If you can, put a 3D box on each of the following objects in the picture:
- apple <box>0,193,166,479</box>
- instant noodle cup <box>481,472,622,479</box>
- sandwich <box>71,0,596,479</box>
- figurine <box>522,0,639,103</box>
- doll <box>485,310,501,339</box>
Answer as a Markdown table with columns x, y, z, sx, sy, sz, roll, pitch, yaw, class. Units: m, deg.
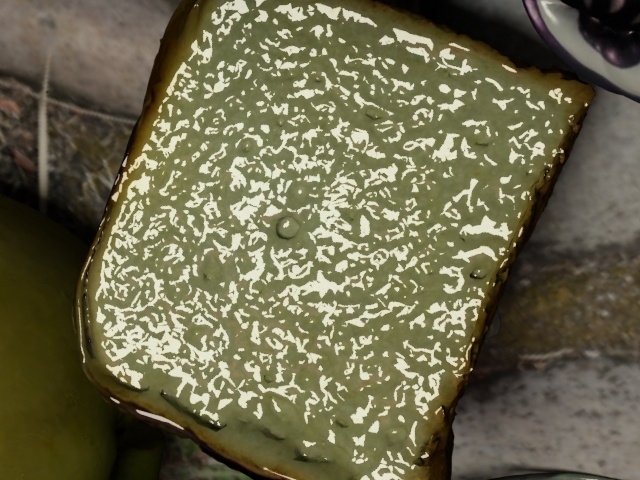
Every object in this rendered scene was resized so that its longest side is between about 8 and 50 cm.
| x | y | z | sx | sy | sz | roll | pitch | yaw | class |
| --- | --- | --- | --- | --- | --- | --- | --- | --- | --- |
| -0.229 | 0.109 | 1.173 | 0.254 | 0.292 | 0.292 | 9 | 126 | 14 | apple |
| 0.136 | 0.313 | 1.141 | 0.296 | 0.296 | 0.214 | 12 | 135 | 17 | instant noodle cup |
| 0.000 | 0.000 | 1.025 | 0.226 | 0.087 | 0.251 | 21 | 95 | 8 | sandwich |
| 0.140 | -0.168 | 0.891 | 0.145 | 0.145 | 0.222 | 8 | 116 | 20 | figurine |
| -0.001 | 0.013 | 1.116 | 0.227 | 0.075 | 0.102 | 22 | 118 | 25 | doll |
